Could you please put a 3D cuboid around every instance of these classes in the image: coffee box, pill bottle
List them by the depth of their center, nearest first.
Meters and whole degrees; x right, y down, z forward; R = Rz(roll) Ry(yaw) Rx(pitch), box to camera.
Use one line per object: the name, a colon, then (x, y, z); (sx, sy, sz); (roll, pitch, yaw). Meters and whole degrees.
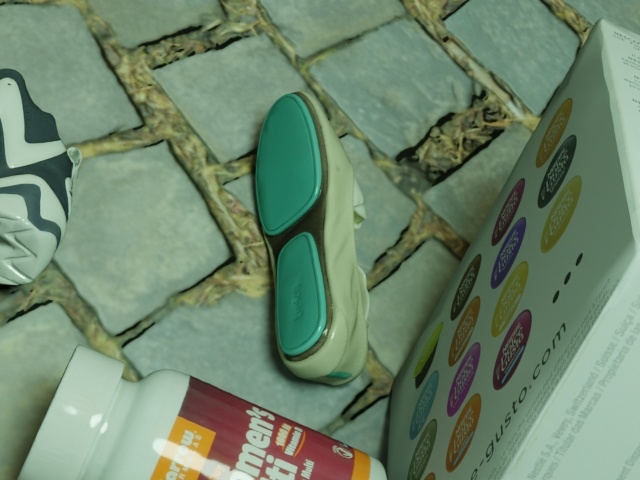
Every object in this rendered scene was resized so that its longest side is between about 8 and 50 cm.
coffee box: (0.257, 0.120, 1.016); (0.338, 0.337, 0.334); (23, 29, -7)
pill bottle: (-0.078, 0.157, 1.041); (0.221, 0.121, 0.121); (24, 52, -7)

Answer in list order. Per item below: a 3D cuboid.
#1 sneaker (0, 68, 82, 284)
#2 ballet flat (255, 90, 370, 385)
sneaker: (-0.278, -0.071, 1.134); (0.235, 0.094, 0.153); (17, 38, 4)
ballet flat: (0.000, 0.000, 1.220); (0.086, 0.086, 0.248); (9, 57, -18)
